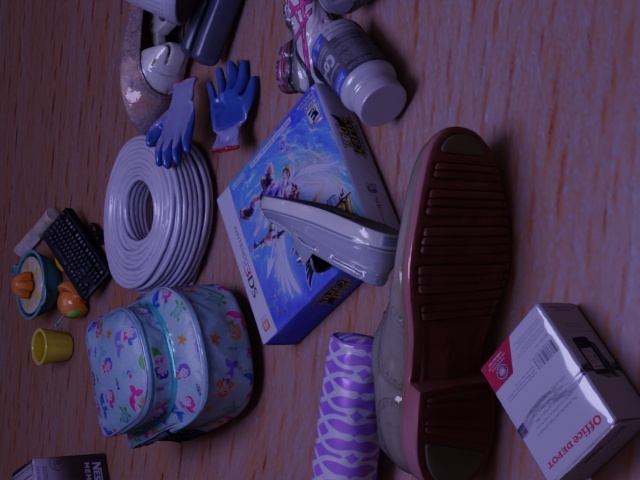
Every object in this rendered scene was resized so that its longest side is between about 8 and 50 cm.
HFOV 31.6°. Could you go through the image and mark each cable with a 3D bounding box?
[{"bbox_3d":[-0.265,-0.042,1.802,0.257,0.089,0.257,50,125,42],"label":"cable"}]

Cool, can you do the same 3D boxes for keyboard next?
[{"bbox_3d":[-0.430,0.013,2.035,0.108,0.023,0.180,-44,58,6],"label":"keyboard"}]

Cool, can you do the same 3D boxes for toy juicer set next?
[{"bbox_3d":[-0.532,0.057,2.145,0.209,0.089,0.329,-58,45,32],"label":"toy juicer set"}]

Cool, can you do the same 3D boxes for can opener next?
[{"bbox_3d":[-0.155,-0.406,1.682,0.076,0.095,0.283,37,110,48],"label":"can opener"}]

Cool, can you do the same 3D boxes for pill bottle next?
[{"bbox_3d":[0.048,-0.209,1.416,0.078,0.078,0.137,-60,44,31],"label":"pill bottle"}]

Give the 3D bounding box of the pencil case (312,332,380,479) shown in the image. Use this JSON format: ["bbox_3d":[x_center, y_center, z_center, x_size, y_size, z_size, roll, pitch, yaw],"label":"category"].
[{"bbox_3d":[0.042,0.209,1.383,0.086,0.088,0.206,16,99,45],"label":"pencil case"}]

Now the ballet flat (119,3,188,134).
[{"bbox_3d":[-0.258,-0.329,1.811,0.106,0.107,0.316,-6,84,45],"label":"ballet flat"}]

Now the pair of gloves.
[{"bbox_3d":[-0.180,-0.188,1.692,0.198,0.023,0.159,-10,60,30],"label":"pair of gloves"}]

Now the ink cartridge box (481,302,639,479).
[{"bbox_3d":[0.245,0.154,1.140,0.109,0.063,0.150,-55,48,34],"label":"ink cartridge box"}]

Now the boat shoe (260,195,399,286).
[{"bbox_3d":[0.001,0.000,1.363,0.227,0.079,0.081,21,101,46],"label":"boat shoe"}]

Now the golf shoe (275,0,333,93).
[{"bbox_3d":[-0.006,-0.287,1.516,0.086,0.067,0.186,3,90,26],"label":"golf shoe"}]

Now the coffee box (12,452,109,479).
[{"bbox_3d":[-0.431,0.500,1.938,0.098,0.141,0.246,-37,57,45],"label":"coffee box"}]

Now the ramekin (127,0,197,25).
[{"bbox_3d":[-0.230,-0.434,1.684,0.207,0.109,0.207,18,-90,-88],"label":"ramekin"}]

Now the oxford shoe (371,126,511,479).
[{"bbox_3d":[0.112,0.071,1.266,0.146,0.140,0.397,8,92,59],"label":"oxford shoe"}]

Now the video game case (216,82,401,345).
[{"bbox_3d":[-0.023,-0.030,1.509,0.269,0.061,0.244,-46,54,40],"label":"video game case"}]

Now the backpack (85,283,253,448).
[{"bbox_3d":[-0.218,0.178,1.655,0.253,0.191,0.225,-25,71,42],"label":"backpack"}]

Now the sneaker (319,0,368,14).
[{"bbox_3d":[0.090,-0.348,1.349,0.281,0.105,0.115,-38,58,44],"label":"sneaker"}]
